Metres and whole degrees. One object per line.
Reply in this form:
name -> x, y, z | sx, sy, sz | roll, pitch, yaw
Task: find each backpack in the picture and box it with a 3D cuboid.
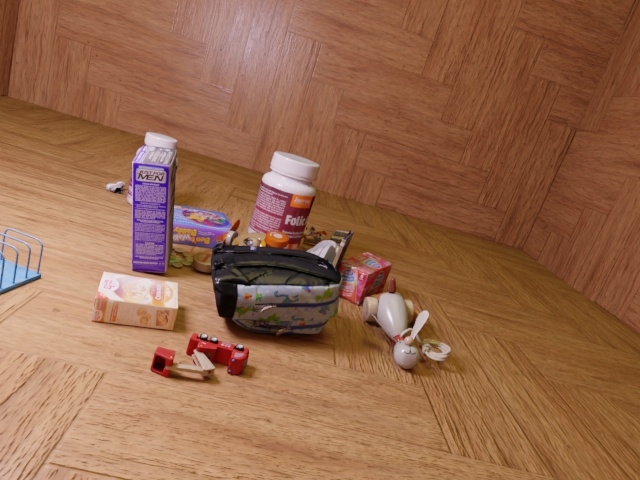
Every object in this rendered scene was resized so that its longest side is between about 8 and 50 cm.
backpack -> -0.116, 0.133, 1.357 | 0.356, 0.273, 0.290 | -9, 20, -13

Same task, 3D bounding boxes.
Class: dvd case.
dvd case -> 0.061, 0.079, 1.724 | 0.018, 0.221, 0.164 | 23, 16, 8

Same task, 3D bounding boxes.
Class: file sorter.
file sorter -> -0.766, 0.048, 1.133 | 0.118, 0.104, 0.170 | 19, 16, 5

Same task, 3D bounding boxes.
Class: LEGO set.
LEGO set -> 0.000, 0.000, 2.154 | 0.245, 0.060, 0.182 | 10, -26, -13

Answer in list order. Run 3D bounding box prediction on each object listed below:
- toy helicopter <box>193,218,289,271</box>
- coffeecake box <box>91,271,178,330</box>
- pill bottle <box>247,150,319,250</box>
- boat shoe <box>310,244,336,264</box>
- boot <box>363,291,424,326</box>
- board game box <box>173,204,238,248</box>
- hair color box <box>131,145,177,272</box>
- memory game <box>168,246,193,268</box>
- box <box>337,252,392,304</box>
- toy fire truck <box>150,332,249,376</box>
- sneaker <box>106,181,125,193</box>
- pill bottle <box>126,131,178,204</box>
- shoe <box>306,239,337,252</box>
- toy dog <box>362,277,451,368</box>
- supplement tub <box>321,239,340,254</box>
toy helicopter -> -0.299, 0.031, 1.676 | 0.235, 0.140, 0.355 | 33, 32, 30
coffeecake box -> -0.456, 0.149, 1.196 | 0.186, 0.068, 0.142 | 11, 18, -21
pill bottle -> -0.148, -0.143, 1.936 | 0.224, 0.391, 0.224 | 17, 16, -5
boat shoe -> -0.030, 0.097, 1.759 | 0.088, 0.096, 0.267 | -4, 31, 28
boot -> 0.254, 0.248, 1.671 | 0.153, 0.072, 0.197 | -2, 26, -33
board game box -> -0.515, -0.061, 1.829 | 0.348, 0.078, 0.233 | 9, 18, -28
hair color box -> -0.497, -0.094, 1.438 | 0.110, 0.338, 0.185 | 6, 23, -13
memory game -> -0.506, 0.048, 1.590 | 0.186, 0.012, 0.186 | 16, 16, -5
box -> 0.160, 0.137, 1.811 | 0.123, 0.128, 0.257 | 25, 16, 23
toy fire truck -> -0.260, 0.262, 1.064 | 0.192, 0.047, 0.135 | 18, 16, -5
sneaker -> -0.867, -0.224, 2.083 | 0.069, 0.038, 0.098 | 25, 26, 17
pill bottle -> -0.687, -0.285, 1.990 | 0.170, 0.301, 0.169 | 17, 16, -5
shoe -> 0.014, 0.047, 1.941 | 0.178, 0.063, 0.081 | -26, -20, 37
toy dog -> 0.243, 0.234, 1.479 | 0.220, 0.160, 0.334 | -7, 24, -26
supplement tub -> 0.048, 0.047, 2.102 | 0.107, 0.070, 0.071 | 20, 16, 10
